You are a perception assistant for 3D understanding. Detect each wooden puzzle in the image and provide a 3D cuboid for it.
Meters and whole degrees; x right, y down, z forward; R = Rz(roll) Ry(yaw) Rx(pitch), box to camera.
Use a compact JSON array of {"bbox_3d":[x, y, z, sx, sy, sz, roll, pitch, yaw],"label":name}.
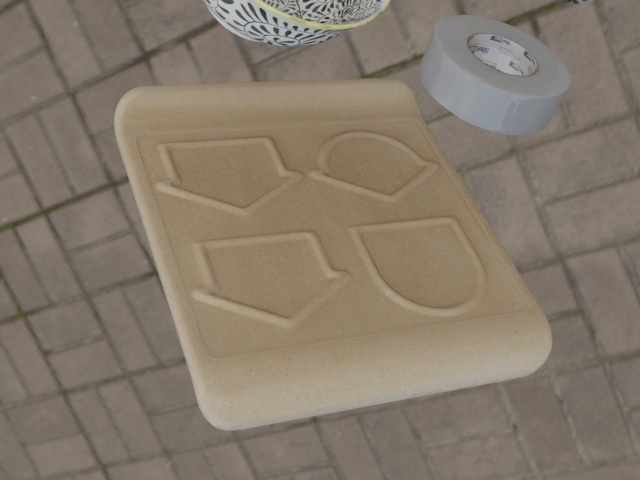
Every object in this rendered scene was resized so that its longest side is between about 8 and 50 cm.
[{"bbox_3d":[0.000,0.000,0.873,0.080,0.322,0.348,112,144,-48],"label":"wooden puzzle"}]

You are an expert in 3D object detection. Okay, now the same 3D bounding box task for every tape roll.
[{"bbox_3d":[0.263,-0.254,1.448,0.219,0.219,0.072,29,130,10],"label":"tape roll"}]

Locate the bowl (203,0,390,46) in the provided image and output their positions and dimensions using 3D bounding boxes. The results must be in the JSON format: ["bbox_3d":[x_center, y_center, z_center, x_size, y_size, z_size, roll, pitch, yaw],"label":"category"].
[{"bbox_3d":[-0.037,-0.198,0.697,0.170,0.170,0.080,45,137,1],"label":"bowl"}]

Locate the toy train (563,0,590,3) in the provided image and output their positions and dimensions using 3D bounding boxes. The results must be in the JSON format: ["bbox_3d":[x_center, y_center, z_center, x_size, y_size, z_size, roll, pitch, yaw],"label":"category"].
[{"bbox_3d":[0.371,-0.541,1.568,0.334,0.142,0.190,49,141,21],"label":"toy train"}]
